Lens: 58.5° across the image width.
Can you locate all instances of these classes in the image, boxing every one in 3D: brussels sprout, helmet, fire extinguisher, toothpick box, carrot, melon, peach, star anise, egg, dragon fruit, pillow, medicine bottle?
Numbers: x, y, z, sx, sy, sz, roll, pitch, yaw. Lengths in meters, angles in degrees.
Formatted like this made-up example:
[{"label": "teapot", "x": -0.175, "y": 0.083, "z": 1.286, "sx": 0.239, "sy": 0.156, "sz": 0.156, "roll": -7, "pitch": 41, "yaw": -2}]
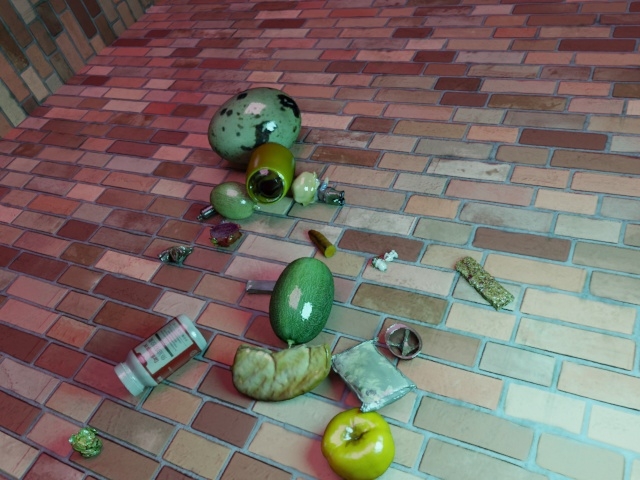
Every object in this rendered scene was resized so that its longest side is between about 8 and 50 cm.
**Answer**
[{"label": "brussels sprout", "x": -0.645, "y": 0.562, "z": 1.577, "sx": 0.085, "sy": 0.058, "sz": 0.085, "roll": 10, "pitch": 23, "yaw": -4}, {"label": "helmet", "x": 0.226, "y": 0.282, "z": 1.539, "sx": 0.089, "sy": 0.057, "sz": 0.111, "roll": -32, "pitch": 51, "yaw": -8}, {"label": "fire extinguisher", "x": -0.400, "y": -0.122, "z": 2.150, "sx": 0.158, "sy": 0.043, "sz": 0.064, "roll": -32, "pitch": 16, "yaw": -13}, {"label": "toothpick box", "x": -0.181, "y": -0.232, "z": 2.033, "sx": 0.175, "sy": 0.175, "sz": 0.271, "roll": -13, "pitch": 24, "yaw": 7}, {"label": "carrot", "x": 0.000, "y": 0.000, "z": 1.893, "sx": 0.048, "sy": 0.048, "sz": 0.139, "roll": -31, "pitch": 45, "yaw": -11}, {"label": "melon", "x": -0.056, "y": 0.181, "z": 1.645, "sx": 0.182, "sy": 0.182, "sz": 0.288, "roll": 4, "pitch": 53, "yaw": 22}, {"label": "peach", "x": 0.089, "y": 0.485, "z": 1.363, "sx": 0.179, "sy": 0.103, "sz": 0.179, "roll": -7, "pitch": 43, "yaw": 7}, {"label": "melon", "x": -0.308, "y": -0.144, "z": 2.070, "sx": 0.192, "sy": 0.139, "sz": 0.139, "roll": 16, "pitch": 53, "yaw": 12}, {"label": "star anise", "x": -0.529, "y": 0.049, "z": 2.024, "sx": 0.129, "sy": 0.056, "sz": 0.124, "roll": -3, "pitch": 22, "yaw": 22}, {"label": "egg", "x": -0.258, "y": -0.444, "z": 2.235, "sx": 0.379, "sy": 0.288, "sz": 0.288, "roll": -11, "pitch": 45, "yaw": 17}, {"label": "dragon fruit", "x": -0.331, "y": -0.014, "z": 2.011, "sx": 0.112, "sy": 0.068, "sz": 0.126, "roll": -5, "pitch": 33, "yaw": 0}, {"label": "pillow", "x": 0.124, "y": 0.349, "z": 1.470, "sx": 0.169, "sy": 0.059, "sz": 0.255, "roll": -21, "pitch": 25, "yaw": -14}, {"label": "medicine bottle", "x": -0.467, "y": 0.335, "z": 1.675, "sx": 0.250, "sy": 0.131, "sz": 0.131, "roll": -37, "pitch": 47, "yaw": -17}]

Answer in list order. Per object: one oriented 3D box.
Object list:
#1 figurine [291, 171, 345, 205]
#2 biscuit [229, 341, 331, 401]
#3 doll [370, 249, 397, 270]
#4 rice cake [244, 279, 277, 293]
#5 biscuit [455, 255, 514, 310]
[{"label": "figurine", "x": -0.007, "y": -0.178, "z": 2.025, "sx": 0.196, "sy": 0.114, "sz": 0.108, "roll": 11, "pitch": 52, "yaw": 18}, {"label": "biscuit", "x": -0.109, "y": 0.355, "z": 1.547, "sx": 0.299, "sy": 0.045, "sz": 0.154, "roll": -5, "pitch": 81, "yaw": 23}, {"label": "doll", "x": 0.196, "y": 0.058, "z": 1.776, "sx": 0.058, "sy": 0.040, "sz": 0.085, "roll": 29, "pitch": 66, "yaw": 23}, {"label": "rice cake", "x": -0.141, "y": 0.150, "z": 1.807, "sx": 0.210, "sy": 0.034, "sz": 0.043, "roll": 2, "pitch": 57, "yaw": 20}, {"label": "biscuit", "x": 0.463, "y": 0.119, "z": 1.628, "sx": 0.064, "sy": 0.034, "sz": 0.199, "roll": -31, "pitch": 45, "yaw": -9}]
